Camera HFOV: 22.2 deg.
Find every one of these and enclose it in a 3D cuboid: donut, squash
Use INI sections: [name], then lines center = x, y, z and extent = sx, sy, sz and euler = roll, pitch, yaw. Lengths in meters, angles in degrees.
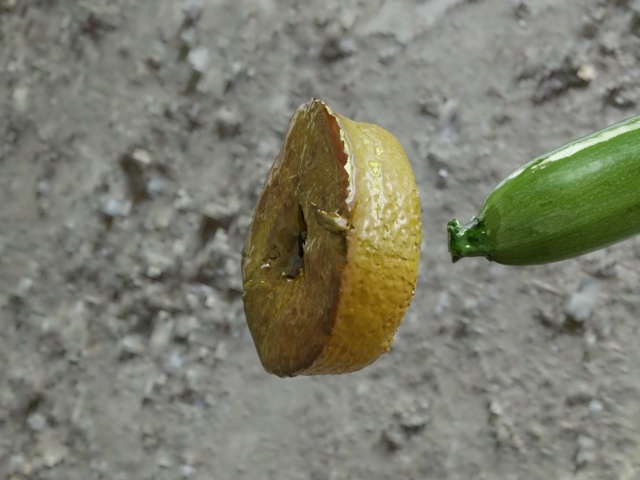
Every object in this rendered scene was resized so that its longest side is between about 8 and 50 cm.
[donut]
center = 0.001, 0.001, 1.461
extent = 0.253, 0.118, 0.253
euler = -174, 90, -65
[squash]
center = 0.299, -0.061, 1.452
extent = 0.395, 0.107, 0.107
euler = -18, 49, 1
